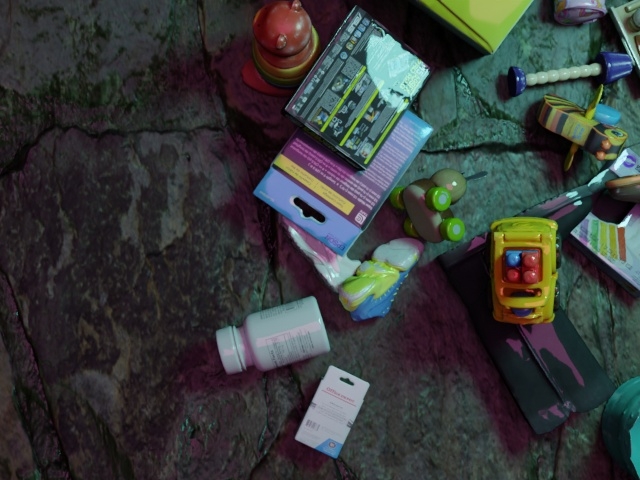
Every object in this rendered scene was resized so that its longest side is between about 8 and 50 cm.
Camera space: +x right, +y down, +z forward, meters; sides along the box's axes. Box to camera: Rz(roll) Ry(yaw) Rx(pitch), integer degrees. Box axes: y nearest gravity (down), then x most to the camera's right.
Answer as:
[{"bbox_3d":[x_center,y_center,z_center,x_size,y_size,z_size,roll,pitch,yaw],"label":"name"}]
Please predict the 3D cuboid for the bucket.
[{"bbox_3d":[0.766,0.422,1.583,0.281,0.183,0.281,0,87,-2],"label":"bucket"}]

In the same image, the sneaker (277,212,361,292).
[{"bbox_3d":[0.000,0.000,1.637,0.115,0.090,0.232,-41,97,-11],"label":"sneaker"}]

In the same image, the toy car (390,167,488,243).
[{"bbox_3d":[0.282,-0.098,1.617,0.188,0.155,0.149,-37,112,-23],"label":"toy car"}]

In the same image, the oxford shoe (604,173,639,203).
[{"bbox_3d":[0.796,-0.075,1.577,0.364,0.130,0.132,6,92,-1],"label":"oxford shoe"}]

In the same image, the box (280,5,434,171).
[{"bbox_3d":[0.078,-0.315,1.529,0.216,0.060,0.270,34,85,-14],"label":"box"}]

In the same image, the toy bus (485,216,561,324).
[{"bbox_3d":[0.400,0.074,1.433,0.150,0.211,0.220,0,99,15],"label":"toy bus"}]

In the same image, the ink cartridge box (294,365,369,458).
[{"bbox_3d":[0.026,0.376,1.620,0.104,0.060,0.180,26,86,0],"label":"ink cartridge box"}]

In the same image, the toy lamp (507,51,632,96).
[{"bbox_3d":[0.574,-0.386,1.677,0.275,0.080,0.080,-7,87,-1],"label":"toy lamp"}]

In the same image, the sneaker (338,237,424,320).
[{"bbox_3d":[0.140,0.093,1.640,0.240,0.091,0.126,-33,133,-23],"label":"sneaker"}]

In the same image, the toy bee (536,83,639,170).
[{"bbox_3d":[0.600,-0.239,1.578,0.298,0.162,0.195,9,116,33],"label":"toy bee"}]

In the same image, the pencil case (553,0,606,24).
[{"bbox_3d":[0.597,-0.645,1.670,0.124,0.124,0.284,2,86,-2],"label":"pencil case"}]

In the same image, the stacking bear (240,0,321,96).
[{"bbox_3d":[-0.078,-0.416,1.547,0.164,0.289,0.175,28,86,0],"label":"stacking bear"}]

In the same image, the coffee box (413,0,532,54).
[{"bbox_3d":[0.319,-0.617,1.507,0.338,0.334,0.337,36,107,0],"label":"coffee box"}]

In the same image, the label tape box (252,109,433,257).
[{"bbox_3d":[0.049,-0.171,1.628,0.249,0.115,0.347,35,88,0],"label":"label tape box"}]

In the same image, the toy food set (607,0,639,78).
[{"bbox_3d":[0.843,-0.496,1.683,0.306,0.092,0.219,-24,88,-3],"label":"toy food set"}]

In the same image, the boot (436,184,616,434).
[{"bbox_3d":[0.512,0.150,1.582,0.367,0.146,0.445,-30,84,20],"label":"boot"}]

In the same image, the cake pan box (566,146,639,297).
[{"bbox_3d":[0.707,-0.045,1.666,0.267,0.070,0.245,41,84,2],"label":"cake pan box"}]

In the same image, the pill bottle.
[{"bbox_3d":[-0.104,0.213,1.590,0.229,0.131,0.131,-16,87,-3],"label":"pill bottle"}]
